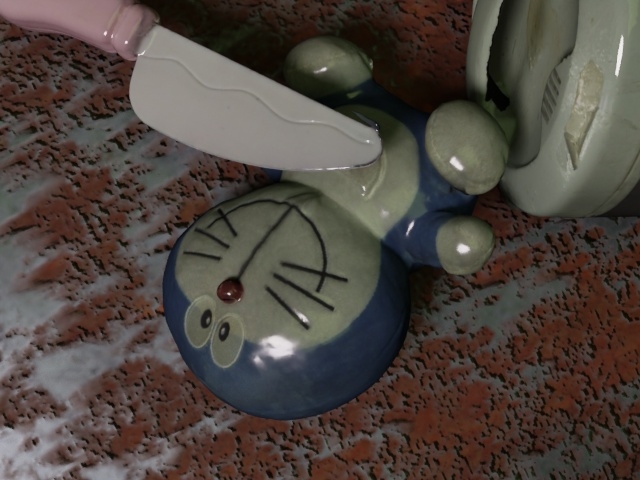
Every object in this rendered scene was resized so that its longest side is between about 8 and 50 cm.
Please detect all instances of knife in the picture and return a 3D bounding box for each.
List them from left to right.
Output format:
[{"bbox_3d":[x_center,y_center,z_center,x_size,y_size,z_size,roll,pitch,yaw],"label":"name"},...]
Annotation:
[{"bbox_3d":[-0.109,-0.121,0.662,0.336,0.043,0.081,32,91,20],"label":"knife"}]

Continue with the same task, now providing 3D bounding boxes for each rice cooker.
[{"bbox_3d":[0.243,-0.148,0.673,0.276,0.288,0.289,-2,84,-8],"label":"rice cooker"}]

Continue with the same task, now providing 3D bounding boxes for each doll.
[{"bbox_3d":[0.000,0.000,0.679,0.228,0.154,0.258,32,70,29],"label":"doll"}]
